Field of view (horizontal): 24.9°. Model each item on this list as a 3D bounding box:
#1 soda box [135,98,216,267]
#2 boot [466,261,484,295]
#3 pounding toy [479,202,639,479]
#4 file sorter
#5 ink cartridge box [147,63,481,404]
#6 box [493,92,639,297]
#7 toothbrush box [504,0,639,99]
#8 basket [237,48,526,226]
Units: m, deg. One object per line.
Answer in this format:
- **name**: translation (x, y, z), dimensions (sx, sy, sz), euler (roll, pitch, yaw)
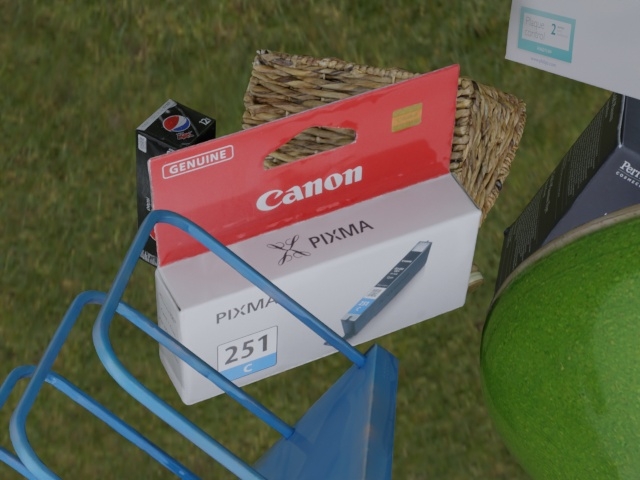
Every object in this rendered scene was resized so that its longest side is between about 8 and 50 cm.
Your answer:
- **soda box**: translation (-0.137, -0.047, 1.367), dimensions (0.053, 0.060, 0.169), euler (26, 137, 18)
- **boot**: translation (0.053, 0.007, 1.523), dimensions (0.213, 0.077, 0.165), euler (-15, 75, 9)
- **pounding toy**: translation (0.149, 0.071, 0.371), dimensions (0.237, 0.110, 0.183), euler (-21, 138, 41)
- **file sorter**: translation (-0.070, 0.092, 0.468), dimensions (0.104, 0.118, 0.170), euler (39, 112, -11)
- **ink cartridge box**: translation (0.000, 0.000, 1.274), dimensions (0.296, 0.066, 0.261), euler (-19, 141, -18)
- **box**: translation (0.454, 0.013, 1.896), dimensions (0.343, 0.179, 0.312), euler (27, 128, -6)
- **toothbrush box**: translation (0.334, -0.188, 1.174), dimensions (0.295, 0.216, 0.126), euler (-4, 109, -32)
- **basket**: translation (0.073, -0.103, 1.761), dimensions (0.299, 0.223, 0.213), euler (11, 94, 24)
